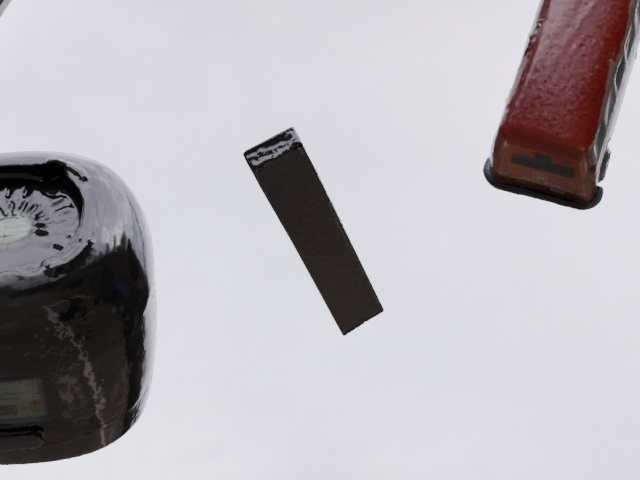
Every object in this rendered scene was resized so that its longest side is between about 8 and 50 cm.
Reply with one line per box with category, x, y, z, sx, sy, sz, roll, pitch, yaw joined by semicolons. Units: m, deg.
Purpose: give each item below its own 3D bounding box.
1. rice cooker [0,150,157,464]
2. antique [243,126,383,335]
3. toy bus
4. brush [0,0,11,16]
rice cooker;-0.268;0.055;1.338;0.267;0.267;0.224;-3;-42;-2
antique;0.000;0.000;0.812;0.031;0.015;0.192;-30;-32;-2
toy bus;0.252;-0.173;1.492;0.121;0.265;0.120;15;-21;15
brush;-0.166;-0.229;0.869;0.070;0.327;0.065;35;3;2
